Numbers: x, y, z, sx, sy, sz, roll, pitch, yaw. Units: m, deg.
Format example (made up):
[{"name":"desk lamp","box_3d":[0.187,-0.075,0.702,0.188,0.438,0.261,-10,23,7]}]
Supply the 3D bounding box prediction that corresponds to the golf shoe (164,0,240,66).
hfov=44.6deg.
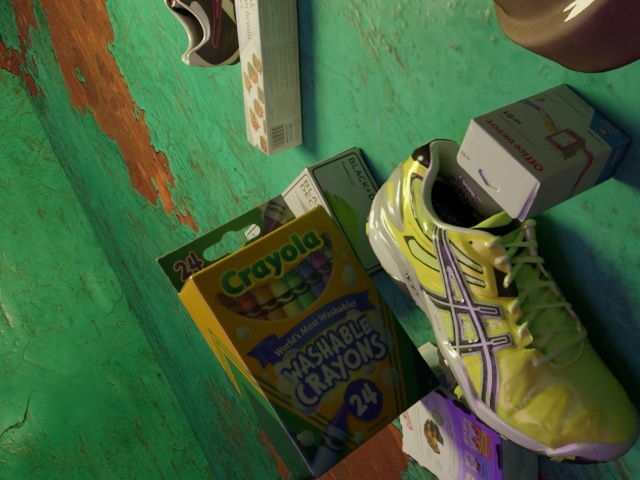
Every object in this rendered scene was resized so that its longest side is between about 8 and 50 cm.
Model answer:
[{"name":"golf shoe","box_3d":[-0.165,-0.381,1.103,0.105,0.120,0.273,12,121,59]}]

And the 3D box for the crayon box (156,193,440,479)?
[{"name":"crayon box","box_3d":[-0.028,0.101,0.959,0.323,0.203,0.083,56,152,6]}]

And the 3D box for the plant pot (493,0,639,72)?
[{"name":"plant pot","box_3d":[0.117,-0.260,0.460,0.263,0.229,0.263,-163,90,-77]}]

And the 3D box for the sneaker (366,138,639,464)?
[{"name":"sneaker","box_3d":[0.182,0.059,0.809,0.384,0.145,0.147,51,150,23]}]

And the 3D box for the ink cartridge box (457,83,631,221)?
[{"name":"ink cartridge box","box_3d":[0.196,-0.080,0.691,0.088,0.122,0.052,50,149,28]}]

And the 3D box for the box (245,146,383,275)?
[{"name":"box","box_3d":[0.000,0.000,1.144,0.169,0.087,0.290,63,152,5]}]

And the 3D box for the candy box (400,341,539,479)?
[{"name":"candy box","box_3d":[0.189,0.250,1.025,0.196,0.070,0.165,29,135,49]}]

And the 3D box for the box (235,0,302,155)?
[{"name":"box","box_3d":[-0.072,-0.275,1.079,0.063,0.067,0.324,39,143,41]}]
